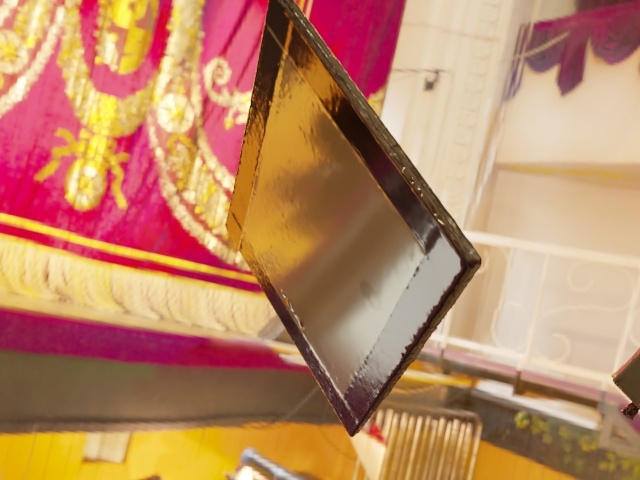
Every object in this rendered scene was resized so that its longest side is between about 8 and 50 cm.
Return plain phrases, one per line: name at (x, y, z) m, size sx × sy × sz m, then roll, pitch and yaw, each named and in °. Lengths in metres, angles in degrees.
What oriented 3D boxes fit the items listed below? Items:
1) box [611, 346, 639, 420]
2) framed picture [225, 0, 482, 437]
box at (0.385, 0.106, 0.766) m, size 0.270 × 0.211 × 0.045 m, roll 27°, pitch 18°, yaw -41°
framed picture at (0.000, 0.000, 0.728) m, size 0.016 × 0.265 × 0.347 m, roll -23°, pitch -24°, yaw -25°
